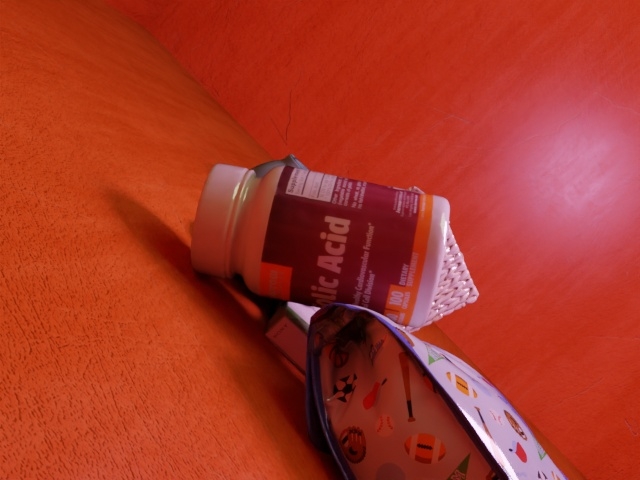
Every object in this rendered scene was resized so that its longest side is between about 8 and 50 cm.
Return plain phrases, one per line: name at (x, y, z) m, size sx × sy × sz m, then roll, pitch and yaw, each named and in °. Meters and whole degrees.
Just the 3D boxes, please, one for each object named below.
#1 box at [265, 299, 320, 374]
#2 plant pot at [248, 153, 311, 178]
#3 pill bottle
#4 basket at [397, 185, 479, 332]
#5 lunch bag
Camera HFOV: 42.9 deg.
box at (0.003, 0.195, 1.546) m, size 0.232 × 0.058 × 0.322 m, roll 44°, pitch 6°, yaw -7°
plant pot at (-0.084, -0.099, 2.132) m, size 0.293 × 0.196 × 0.293 m, roll 44°, pitch 8°, yaw -8°
pill bottle at (0.000, 0.000, 1.349) m, size 0.392 × 0.224 × 0.224 m, roll 11°, pitch 7°, yaw 3°
basket at (0.196, 0.063, 2.158) m, size 0.266 × 0.328 × 0.331 m, roll 62°, pitch 1°, yaw -18°
lunch bag at (0.153, 0.280, 1.207) m, size 0.328 × 0.239 × 0.385 m, roll 30°, pitch 23°, yaw -57°
